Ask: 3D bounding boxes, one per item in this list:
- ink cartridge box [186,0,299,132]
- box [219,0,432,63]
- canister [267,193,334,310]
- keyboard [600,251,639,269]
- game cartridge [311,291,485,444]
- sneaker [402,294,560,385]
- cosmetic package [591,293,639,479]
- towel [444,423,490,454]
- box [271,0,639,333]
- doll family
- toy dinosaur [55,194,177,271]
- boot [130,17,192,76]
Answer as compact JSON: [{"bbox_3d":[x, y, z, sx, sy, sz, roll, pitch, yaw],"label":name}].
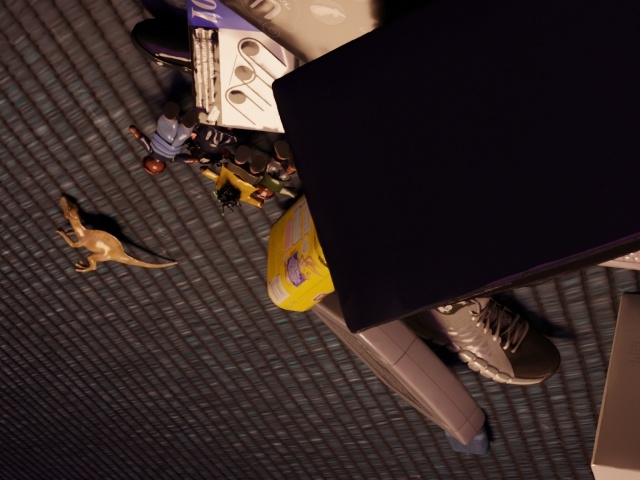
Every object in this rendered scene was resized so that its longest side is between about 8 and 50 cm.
[{"bbox_3d":[-0.068,-0.192,1.001,0.097,0.046,0.207,6,135,3],"label":"ink cartridge box"},{"bbox_3d":[0.072,-0.243,0.779,0.143,0.165,0.270,32,147,-24],"label":"box"},{"bbox_3d":[0.000,0.000,1.255,0.073,0.126,0.170,10,156,-21],"label":"canister"},{"bbox_3d":[0.357,0.014,1.184,0.256,0.014,0.072,7,147,25],"label":"keyboard"},{"bbox_3d":[0.095,0.149,1.432,0.198,0.062,0.297,27,164,47],"label":"game cartridge"},{"bbox_3d":[0.205,0.096,1.345,0.229,0.086,0.132,22,147,-5],"label":"sneaker"},{"bbox_3d":[0.409,0.217,1.290,0.138,0.224,0.224,3,146,24],"label":"cosmetic package"},{"bbox_3d":[0.222,0.289,1.703,0.067,0.029,0.119,6,147,21],"label":"towel"},{"bbox_3d":[0.206,-0.085,0.748,0.343,0.179,0.312,-22,173,31],"label":"box"},{"bbox_3d":[-0.116,-0.088,1.225,0.193,0.076,0.111,36,148,-5],"label":"doll family"},{"bbox_3d":[-0.292,0.012,1.504,0.183,0.053,0.093,35,144,-27],"label":"toy dinosaur"},{"bbox_3d":[-0.112,-0.198,1.074,0.121,0.045,0.099,26,148,-19],"label":"boot"}]
